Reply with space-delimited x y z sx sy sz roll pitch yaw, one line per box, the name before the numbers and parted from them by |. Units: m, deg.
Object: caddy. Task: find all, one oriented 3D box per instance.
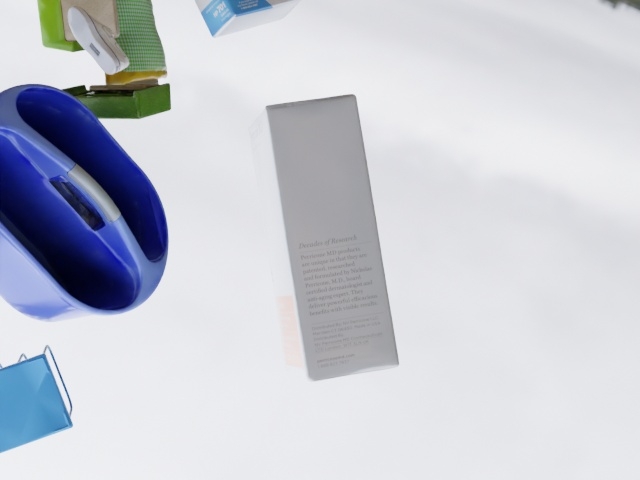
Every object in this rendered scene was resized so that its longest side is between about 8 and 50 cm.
caddy | -0.350 -0.047 1.678 0.341 0.179 0.241 51 -134 -25

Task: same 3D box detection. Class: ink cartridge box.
ink cartridge box | -0.134 -0.420 1.900 0.140 0.082 0.190 -23 -94 -36

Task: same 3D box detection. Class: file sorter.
file sorter | -0.466 0.239 1.866 0.170 0.118 0.104 -19 -169 -3

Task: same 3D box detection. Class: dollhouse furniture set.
dollhouse furniture set | -0.275 -0.302 1.908 0.151 0.197 0.301 1 -166 22

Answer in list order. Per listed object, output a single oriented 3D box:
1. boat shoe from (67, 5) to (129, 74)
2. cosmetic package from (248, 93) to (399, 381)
boat shoe | -0.272 -0.249 1.543 0.100 0.035 0.035 50 -137 9
cosmetic package | 0.000 0.000 2.122 0.161 0.453 0.230 -8 178 -11
